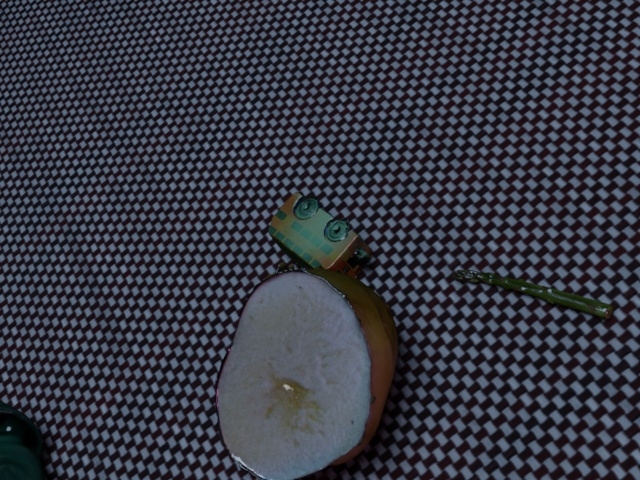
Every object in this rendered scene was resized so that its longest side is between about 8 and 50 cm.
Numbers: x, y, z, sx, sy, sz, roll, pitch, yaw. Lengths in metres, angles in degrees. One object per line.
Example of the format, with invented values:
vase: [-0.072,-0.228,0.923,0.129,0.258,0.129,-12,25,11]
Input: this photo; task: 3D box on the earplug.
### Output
earplug: [-0.540,0.385,1.662,0.280,0.163,0.257,47,124,52]

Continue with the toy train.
toy train: [0.000,0.000,1.656,0.099,0.072,0.188,-46,49,-7]

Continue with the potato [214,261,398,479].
potato: [-0.004,0.187,1.471,0.246,0.196,0.300,22,99,23]

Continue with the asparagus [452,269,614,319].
asparagus: [0.299,0.072,1.480,0.248,0.025,0.024,15,110,35]
